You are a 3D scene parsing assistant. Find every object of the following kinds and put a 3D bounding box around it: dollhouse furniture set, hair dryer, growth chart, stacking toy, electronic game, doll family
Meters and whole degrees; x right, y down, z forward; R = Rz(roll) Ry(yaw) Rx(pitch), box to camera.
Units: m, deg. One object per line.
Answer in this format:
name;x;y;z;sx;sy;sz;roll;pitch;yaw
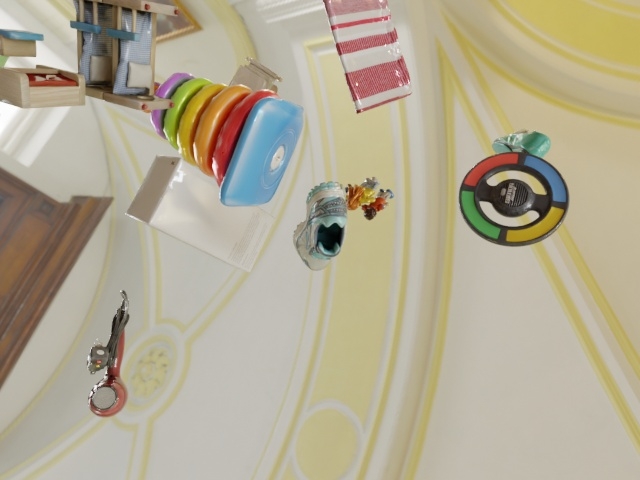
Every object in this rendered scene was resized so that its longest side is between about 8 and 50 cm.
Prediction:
dollhouse furniture set;-0.280;-0.228;0.582;0.128;0.183;0.129;18;-66;19
hair dryer;-0.449;0.281;1.087;0.224;0.080;0.294;-90;-164;-58
growth chart;-0.250;-0.499;1.664;0.172;0.021;0.237;43;-72;5
stacking toy;-0.189;-0.185;0.737;0.301;0.175;0.166;27;-76;13
electronic game;0.422;-0.094;1.074;0.229;0.048;0.229;-6;-112;14
doll family;0.086;-0.125;1.515;0.263;0.118;0.163;-7;-150;43

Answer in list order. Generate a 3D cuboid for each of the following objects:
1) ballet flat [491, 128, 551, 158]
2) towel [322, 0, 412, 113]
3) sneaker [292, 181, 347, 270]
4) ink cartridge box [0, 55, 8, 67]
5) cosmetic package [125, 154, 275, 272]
ballet flat;0.531;-0.250;1.274;0.087;0.083;0.247;-42;-170;9
towel;0.144;-0.555;1.410;0.237;0.329;0.037;-27;-165;-32
sneaker;0.000;0.000;1.133;0.110;0.283;0.122;-4;-127;-11
ink cartridge box;-0.723;-0.284;0.969;0.056;0.171;0.235;35;-84;10
cosmetic package;-0.327;-0.069;1.390;0.155;0.365;0.197;16;-103;46
